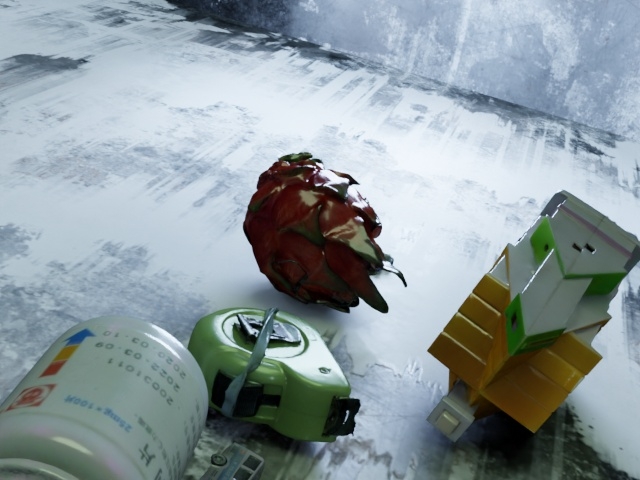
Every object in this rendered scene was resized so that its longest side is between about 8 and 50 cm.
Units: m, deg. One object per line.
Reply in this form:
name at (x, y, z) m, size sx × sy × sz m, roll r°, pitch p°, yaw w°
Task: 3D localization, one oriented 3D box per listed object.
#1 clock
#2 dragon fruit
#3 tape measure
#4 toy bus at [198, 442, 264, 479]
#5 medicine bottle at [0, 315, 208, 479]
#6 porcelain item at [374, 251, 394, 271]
clock at (0.250, 0.117, 1.096) m, size 0.166 × 0.235 × 0.309 m, roll 37°, pitch 40°, yaw 12°
dragon fruit at (0.000, 0.000, 1.254) m, size 0.193 × 0.192 × 0.274 m, roll -29°, pitch 79°, yaw -6°
tape measure at (-0.064, 0.138, 1.013) m, size 0.175 × 0.106 × 0.200 m, roll 9°, pitch 23°, yaw -20°
toy bus at (-0.099, 0.246, 0.854) m, size 0.052 × 0.037 × 0.130 m, roll 25°, pitch 25°, yaw 11°
medicine bottle at (-0.207, 0.196, 0.739) m, size 0.170 × 0.170 × 0.293 m, roll 16°, pitch 24°, yaw 3°
porcelain item at (0.052, 0.037, 1.389) m, size 0.136 × 0.021 × 0.075 m, roll 8°, pitch 30°, yaw -11°
